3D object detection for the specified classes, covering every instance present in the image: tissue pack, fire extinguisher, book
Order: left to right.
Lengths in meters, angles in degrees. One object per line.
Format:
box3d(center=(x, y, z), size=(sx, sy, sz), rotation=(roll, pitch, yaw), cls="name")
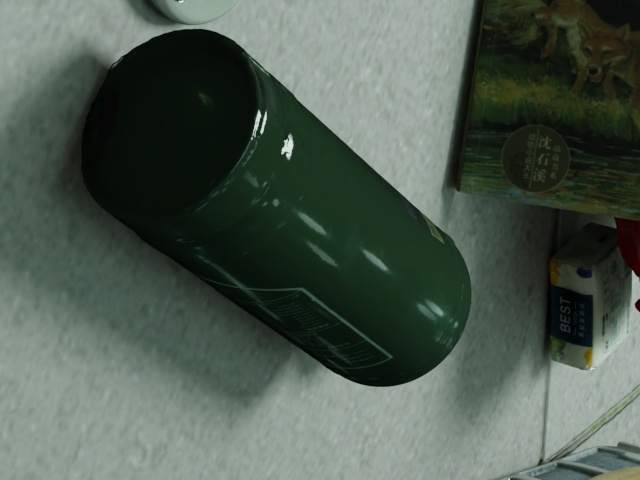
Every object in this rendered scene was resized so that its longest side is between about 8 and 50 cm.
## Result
box3d(center=(0.000, 0.000, 0.906), size=(0.095, 0.114, 0.311), rotation=(-35, 145, 11), cls="fire extinguisher")
box3d(center=(0.183, 0.038, 1.239), size=(0.062, 0.042, 0.083), rotation=(-40, 134, -44), cls="tissue pack")
box3d(center=(0.173, -0.127, 1.060), size=(0.024, 0.160, 0.228), rotation=(-49, 148, -77), cls="book")

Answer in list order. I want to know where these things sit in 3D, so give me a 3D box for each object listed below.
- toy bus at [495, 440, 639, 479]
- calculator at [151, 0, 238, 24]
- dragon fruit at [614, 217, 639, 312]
box3d(center=(0.151, 0.211, 1.175), size=(0.342, 0.138, 0.097), rotation=(-9, 109, -54), cls="toy bus")
box3d(center=(-0.050, -0.172, 0.819), size=(0.095, 0.021, 0.153), rotation=(-22, 122, -51), cls="calculator")
box3d(center=(0.264, -0.078, 1.139), size=(0.302, 0.240, 0.330), rotation=(24, 76, -35), cls="dragon fruit")
